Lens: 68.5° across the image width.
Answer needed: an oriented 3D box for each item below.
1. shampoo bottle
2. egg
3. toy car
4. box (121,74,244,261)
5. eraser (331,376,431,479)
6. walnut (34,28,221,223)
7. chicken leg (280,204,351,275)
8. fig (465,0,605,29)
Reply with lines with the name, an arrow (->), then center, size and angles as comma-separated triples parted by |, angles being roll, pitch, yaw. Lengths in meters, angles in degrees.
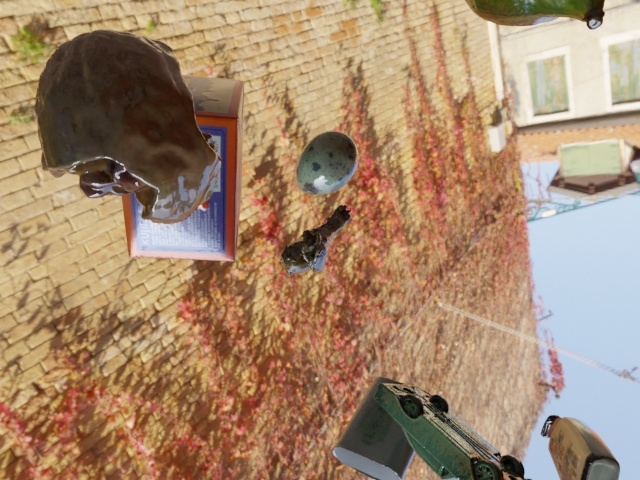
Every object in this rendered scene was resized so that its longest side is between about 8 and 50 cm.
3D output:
shampoo bottle -> 0.535, 0.451, 1.000 | 0.071, 0.153, 0.284 | 9, -172, 10
egg -> 0.013, -0.189, 1.177 | 0.181, 0.141, 0.141 | -46, -164, 15
toy car -> 0.250, 0.390, 0.906 | 0.141, 0.097, 0.321 | 20, -170, -44
box -> -0.314, -0.178, 1.101 | 0.257, 0.348, 0.318 | 2, -147, -9
eraser -> 0.156, 0.448, 1.131 | 0.174, 0.081, 0.227 | 13, -140, 29
walnut -> -0.233, -0.136, 0.533 | 0.238, 0.204, 0.141 | 24, -168, 7
chicken leg -> -0.003, 0.006, 0.983 | 0.080, 0.125, 0.196 | 39, -142, 11
fig -> 0.331, -0.371, 0.671 | 0.203, 0.235, 0.203 | -25, 159, -10
